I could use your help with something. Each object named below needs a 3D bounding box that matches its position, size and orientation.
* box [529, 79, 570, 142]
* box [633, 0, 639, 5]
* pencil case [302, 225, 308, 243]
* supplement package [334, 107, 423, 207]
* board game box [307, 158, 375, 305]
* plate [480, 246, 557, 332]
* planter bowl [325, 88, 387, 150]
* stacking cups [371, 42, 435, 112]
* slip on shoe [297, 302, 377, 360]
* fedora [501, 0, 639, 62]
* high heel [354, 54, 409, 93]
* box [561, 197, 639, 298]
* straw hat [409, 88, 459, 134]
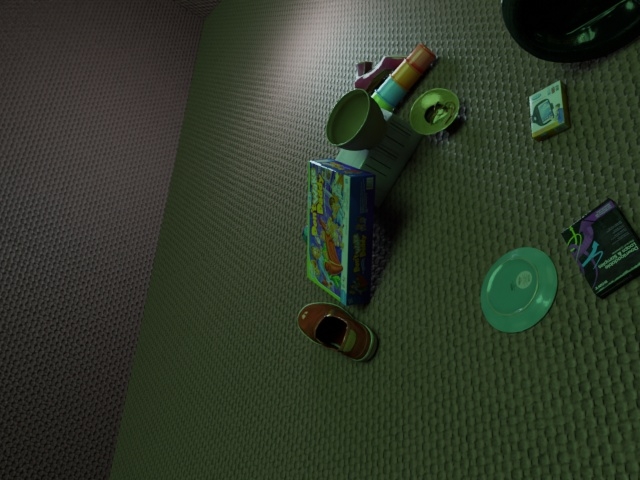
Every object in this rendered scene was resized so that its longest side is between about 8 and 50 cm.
[{"bbox_3d":[0.513,-0.296,1.433,0.081,0.028,0.136,-26,50,45],"label":"box"},{"bbox_3d":[0.640,-0.371,1.037,0.076,0.307,0.242,-58,32,18],"label":"box"},{"bbox_3d":[0.000,0.000,1.938,0.152,0.064,0.070,36,116,57],"label":"pencil case"},{"bbox_3d":[0.154,-0.243,1.812,0.244,0.134,0.139,-58,35,10],"label":"supplement package"},{"bbox_3d":[0.050,-0.029,1.727,0.233,0.078,0.347,31,125,58],"label":"board game box"},{"bbox_3d":[0.404,0.099,1.329,0.188,0.024,0.188,-35,42,39],"label":"plate"},{"bbox_3d":[0.108,-0.304,1.693,0.162,0.109,0.162,-28,50,40],"label":"planter bowl"},{"bbox_3d":[0.215,-0.443,1.903,0.316,0.096,0.096,-47,36,24],"label":"stacking cups"},{"bbox_3d":[0.022,0.234,1.718,0.331,0.101,0.123,19,87,59],"label":"slip on shoe"},{"bbox_3d":[0.545,-0.537,1.321,0.334,0.334,0.152,-33,31,40],"label":"fedora"},{"bbox_3d":[0.200,-0.514,2.008,0.244,0.082,0.117,4,101,43],"label":"high heel"},{"bbox_3d":[0.533,0.013,1.195,0.116,0.029,0.162,-44,39,30],"label":"box"},{"bbox_3d":[0.316,-0.332,1.709,0.144,0.061,0.144,-14,65,33],"label":"straw hat"}]
